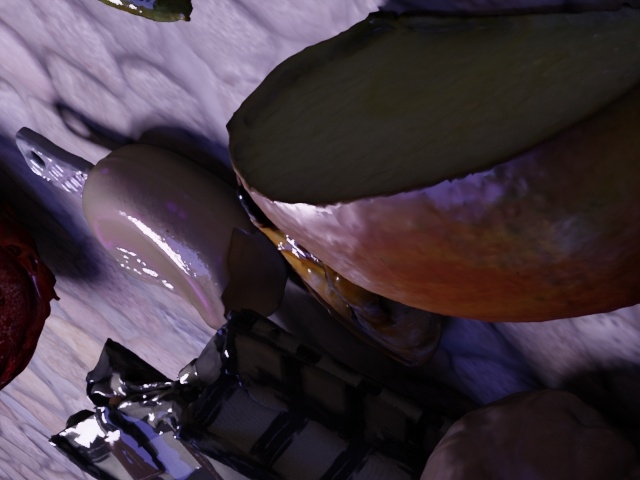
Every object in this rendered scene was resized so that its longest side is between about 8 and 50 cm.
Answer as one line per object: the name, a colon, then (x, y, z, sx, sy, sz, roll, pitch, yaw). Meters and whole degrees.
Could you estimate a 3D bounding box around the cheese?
cheese: (-0.151, -0.026, 1.511, 0.286, 0.082, 0.163, 28, 154, 35)

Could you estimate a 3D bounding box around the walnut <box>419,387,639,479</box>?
walnut: (0.163, 0.209, 1.275, 0.224, 0.224, 0.224, 34, 157, 17)

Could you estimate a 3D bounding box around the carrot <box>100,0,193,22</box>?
carrot: (-0.232, -0.241, 1.251, 0.358, 0.074, 0.074, 33, 157, 14)

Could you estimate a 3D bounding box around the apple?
apple: (0.101, -0.041, 1.006, 0.346, 0.254, 0.179, 7, 99, 54)

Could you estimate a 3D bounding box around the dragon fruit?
dragon fruit: (-0.425, 0.056, 1.839, 0.295, 0.295, 0.301, 47, 156, -14)

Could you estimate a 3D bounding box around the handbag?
handbag: (-0.027, 0.198, 1.526, 0.327, 0.163, 0.325, 33, 155, -21)

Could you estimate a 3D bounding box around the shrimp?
shrimp: (0.005, -0.006, 1.316, 0.178, 0.075, 0.289, 32, 169, 28)
